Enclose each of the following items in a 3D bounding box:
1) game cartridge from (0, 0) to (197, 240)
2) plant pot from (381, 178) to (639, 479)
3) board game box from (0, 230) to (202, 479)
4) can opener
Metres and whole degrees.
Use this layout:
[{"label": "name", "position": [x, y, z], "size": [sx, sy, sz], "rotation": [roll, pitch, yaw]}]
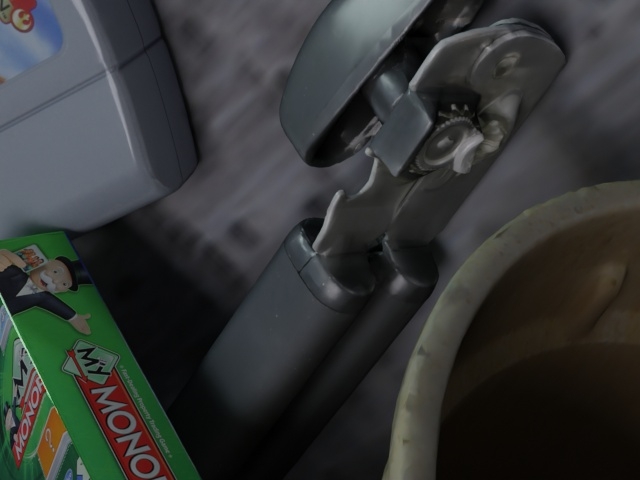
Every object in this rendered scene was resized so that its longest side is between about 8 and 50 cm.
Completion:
[{"label": "game cartridge", "position": [-0.189, -0.125, 0.633], "size": [0.198, 0.062, 0.297], "rotation": [-21, 106, 35]}, {"label": "plant pot", "position": [0.109, 0.200, 0.539], "size": [0.334, 0.334, 0.305], "rotation": [38, 134, 1]}, {"label": "board game box", "position": [-0.124, 0.181, 0.673], "size": [0.213, 0.046, 0.317], "rotation": [56, 142, 33]}, {"label": "can opener", "position": [0.000, 0.000, 0.620], "size": [0.095, 0.076, 0.283], "rotation": [57, 129, 28]}]
